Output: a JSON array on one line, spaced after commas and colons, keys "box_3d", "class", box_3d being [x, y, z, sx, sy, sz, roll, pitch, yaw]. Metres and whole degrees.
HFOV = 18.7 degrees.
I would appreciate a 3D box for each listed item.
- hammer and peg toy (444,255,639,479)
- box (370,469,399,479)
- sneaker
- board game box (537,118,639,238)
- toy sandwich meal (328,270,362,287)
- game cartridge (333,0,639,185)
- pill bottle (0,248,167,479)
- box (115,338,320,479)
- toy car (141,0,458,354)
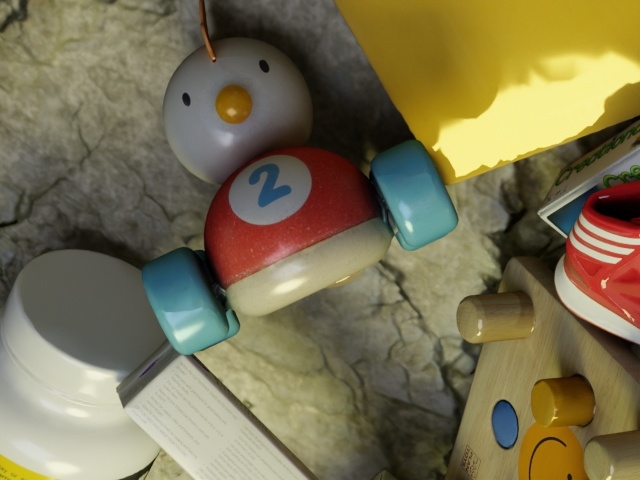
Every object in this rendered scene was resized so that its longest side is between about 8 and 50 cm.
[{"box_3d": [0.167, 0.222, 1.490, 0.127, 0.266, 0.361, -3, 123, -28], "class": "hammer and peg toy"}, {"box_3d": [0.085, 0.336, 1.665, 0.232, 0.127, 0.148, 40, 123, -10], "class": "box"}, {"box_3d": [0.269, 0.036, 1.341, 0.221, 0.087, 0.128, 22, 148, 14], "class": "sneaker"}, {"box_3d": [0.311, -0.027, 1.350, 0.193, 0.053, 0.305, 39, 147, -10], "class": "board game box"}, {"box_3d": [0.000, 0.000, 1.542, 0.085, 0.029, 0.086, 2, 114, 5], "class": "toy sandwich meal"}, {"box_3d": [0.136, -0.219, 1.357, 0.285, 0.053, 0.324, -20, 116, 26], "class": "game cartridge"}, {"box_3d": [-0.238, 0.174, 1.621, 0.188, 0.188, 0.334, 27, 125, -2], "class": "pill bottle"}, {"box_3d": [-0.023, 0.208, 1.497, 0.067, 0.063, 0.324, -45, 106, 0], "class": "box"}, {"box_3d": [-0.049, -0.068, 1.416, 0.219, 0.210, 0.238, -26, 88, 0], "class": "toy car"}]
